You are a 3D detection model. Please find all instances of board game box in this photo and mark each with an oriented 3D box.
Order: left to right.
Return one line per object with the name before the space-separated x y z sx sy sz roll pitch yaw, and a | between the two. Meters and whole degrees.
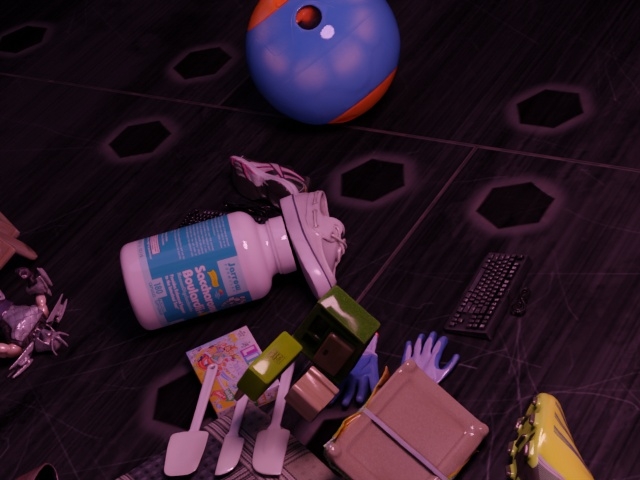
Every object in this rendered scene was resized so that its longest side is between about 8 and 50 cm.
board game box | -0.130 0.200 1.948 0.103 0.026 0.154 -23 37 -11

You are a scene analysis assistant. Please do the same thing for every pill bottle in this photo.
pill bottle | -0.175 0.041 2.069 0.264 0.146 0.146 -17 37 0

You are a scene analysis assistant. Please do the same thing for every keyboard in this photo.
keyboard | -0.157 -0.039 2.257 0.192 0.038 0.100 8 43 27
keyboard | 0.266 0.081 1.962 0.108 0.023 0.180 9 44 29

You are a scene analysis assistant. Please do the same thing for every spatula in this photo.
spatula | -0.120 0.245 1.834 0.168 0.019 0.242 -6 35 12

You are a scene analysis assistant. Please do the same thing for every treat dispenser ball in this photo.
treat dispenser ball | 0.004 -0.357 2.397 0.288 0.288 0.288 -10 37 8

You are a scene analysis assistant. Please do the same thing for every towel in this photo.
towel | -0.134 0.373 1.722 0.312 0.056 0.324 -29 37 -22

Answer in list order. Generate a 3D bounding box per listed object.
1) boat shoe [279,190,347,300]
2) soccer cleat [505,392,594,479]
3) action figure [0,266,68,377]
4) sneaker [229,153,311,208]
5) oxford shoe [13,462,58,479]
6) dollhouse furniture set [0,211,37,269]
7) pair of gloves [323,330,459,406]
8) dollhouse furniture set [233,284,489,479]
boat shoe | 0.000 0.000 2.110 0.088 0.096 0.267 -21 29 1
soccer cleat | 0.306 0.307 1.626 0.121 0.093 0.289 16 33 -9
action figure | -0.533 0.107 2.095 0.285 0.099 0.185 28 47 4
sneaker | -0.086 -0.108 2.308 0.077 0.072 0.178 -27 43 -36
oxford shoe | -0.370 0.396 1.702 0.098 0.097 0.271 -44 37 9
dollhouse furniture set | -0.717 0.072 2.314 0.303 0.174 0.355 41 92 30
pair of gloves | 0.100 0.186 1.887 0.198 0.023 0.159 -1 40 20
dollhouse furniture set | 0.049 0.243 1.759 0.301 0.151 0.197 42 59 7
